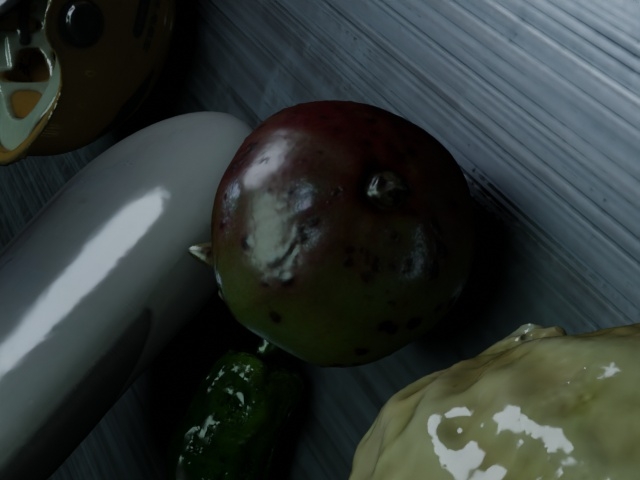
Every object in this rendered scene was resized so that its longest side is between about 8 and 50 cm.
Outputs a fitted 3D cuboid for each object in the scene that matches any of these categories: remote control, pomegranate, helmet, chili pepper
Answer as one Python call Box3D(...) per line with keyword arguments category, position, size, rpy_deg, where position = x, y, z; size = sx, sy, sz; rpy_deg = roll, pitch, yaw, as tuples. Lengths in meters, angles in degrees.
Box3D(category="remote control", position=(-0.158, 0.046, 0.713), size=(0.332, 0.103, 0.221), rpy_deg=(-47, 21, -14))
Box3D(category="pomegranate", position=(0.004, -0.007, 0.576), size=(0.159, 0.129, 0.129), rpy_deg=(-156, 79, -67))
Box3D(category="helmet", position=(-0.180, -0.167, 0.877), size=(0.198, 0.130, 0.224), rpy_deg=(1, 92, 60))
Box3D(category="chili pepper", position=(-0.048, 0.150, 0.659), size=(0.122, 0.065, 0.279), rpy_deg=(-3, 81, 42))

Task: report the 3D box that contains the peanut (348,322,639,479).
Box3D(category="peanut", position=(0.132, 0.099, 0.346), size=(0.325, 0.140, 0.153), rpy_deg=(-6, 60, 53))
